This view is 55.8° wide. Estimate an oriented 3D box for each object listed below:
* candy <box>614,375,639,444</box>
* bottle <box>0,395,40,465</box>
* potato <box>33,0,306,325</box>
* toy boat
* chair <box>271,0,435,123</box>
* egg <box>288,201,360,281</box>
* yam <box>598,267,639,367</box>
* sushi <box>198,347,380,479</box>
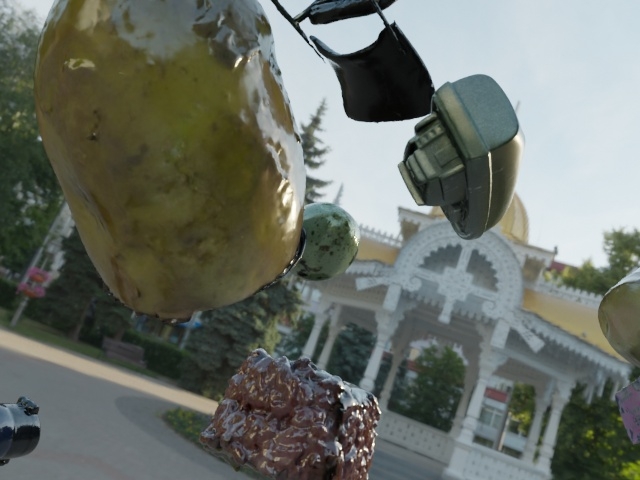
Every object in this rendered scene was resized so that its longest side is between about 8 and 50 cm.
[{"bbox_3d":[0.505,0.247,0.901,0.073,0.092,0.160,-10,-27,3],"label":"candy"},{"bbox_3d":[-0.408,0.207,0.629,0.072,0.082,0.244,19,-2,28],"label":"bottle"},{"bbox_3d":[-0.122,-0.106,0.507,0.229,0.229,0.266,16,-46,19],"label":"potato"},{"bbox_3d":[0.113,-0.047,0.496,0.085,0.078,0.260,-25,-16,6],"label":"toy boat"},{"bbox_3d":[0.046,-0.237,0.563,0.140,0.145,0.221,12,-34,50],"label":"chair"},{"bbox_3d":[0.000,0.000,0.652,0.085,0.085,0.110,24,-33,-13],"label":"egg"},{"bbox_3d":[0.265,-0.003,0.401,0.066,0.300,0.066,23,-53,35],"label":"yam"},{"bbox_3d":[-0.042,0.261,0.858,0.237,0.170,0.270,9,-24,28],"label":"sushi"}]
